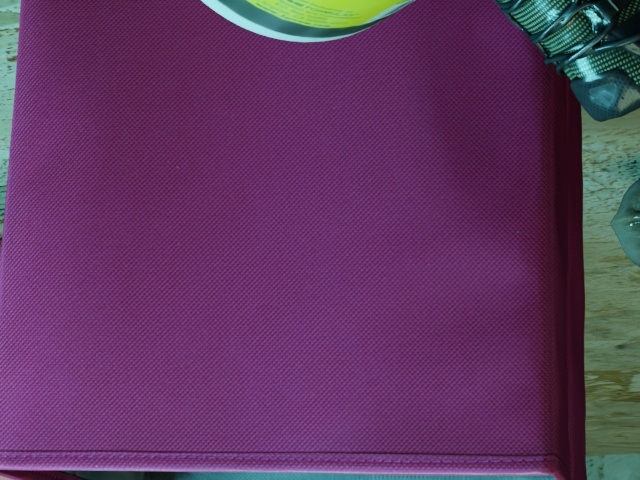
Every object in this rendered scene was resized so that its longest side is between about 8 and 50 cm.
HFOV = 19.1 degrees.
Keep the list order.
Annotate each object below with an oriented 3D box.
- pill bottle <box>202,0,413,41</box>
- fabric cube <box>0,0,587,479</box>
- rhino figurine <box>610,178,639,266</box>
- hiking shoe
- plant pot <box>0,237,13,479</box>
[{"bbox_3d":[0.031,-0.145,0.596,0.119,0.119,0.208,7,166,-25],"label":"pill bottle"},{"bbox_3d":[0.000,0.000,0.943,0.254,0.258,0.259,-2,167,11],"label":"fabric cube"},{"bbox_3d":[0.278,-0.001,1.339,0.106,0.073,0.243,-8,166,23],"label":"rhino figurine"},{"bbox_3d":[0.105,-0.109,0.761,0.227,0.114,0.086,5,167,-17],"label":"hiking shoe"},{"bbox_3d":[-0.129,0.081,1.375,0.275,0.275,0.243,8,158,-29],"label":"plant pot"}]
